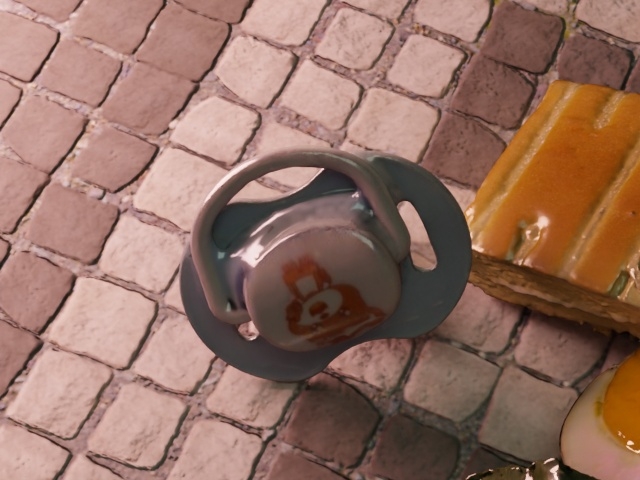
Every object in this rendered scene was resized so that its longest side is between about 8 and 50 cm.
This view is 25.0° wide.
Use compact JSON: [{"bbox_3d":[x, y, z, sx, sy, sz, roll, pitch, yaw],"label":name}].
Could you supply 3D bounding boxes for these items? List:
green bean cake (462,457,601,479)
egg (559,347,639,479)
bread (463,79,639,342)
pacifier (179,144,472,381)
[{"bbox_3d":[0.151,0.316,1.159,0.132,0.241,0.255,21,56,-25],"label":"green bean cake"},{"bbox_3d":[0.356,0.209,1.271,0.264,0.174,0.286,-37,35,-29],"label":"egg"},{"bbox_3d":[0.277,-0.027,1.380,0.239,0.111,0.246,18,60,39],"label":"bread"},{"bbox_3d":[0.000,0.000,1.378,0.279,0.207,0.227,-21,107,10],"label":"pacifier"}]
